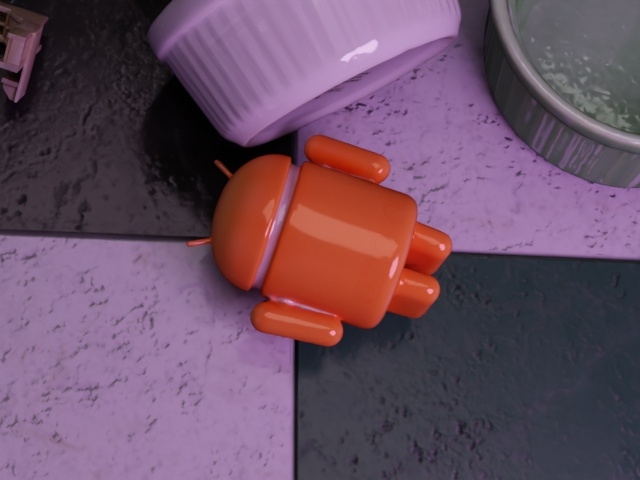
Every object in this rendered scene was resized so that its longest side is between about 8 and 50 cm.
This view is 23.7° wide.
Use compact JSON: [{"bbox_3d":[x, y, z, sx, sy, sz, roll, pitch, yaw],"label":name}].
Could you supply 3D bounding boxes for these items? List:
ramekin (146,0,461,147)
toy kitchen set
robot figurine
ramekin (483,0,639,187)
[{"bbox_3d":[-0.002,-0.184,1.322,0.273,0.273,0.127,-27,89,-16],"label":"ramekin"},{"bbox_3d":[-0.295,-0.171,1.371,0.075,0.083,0.068,18,111,-2],"label":"toy kitchen set"},{"bbox_3d":[0.000,-0.002,1.327,0.219,0.128,0.158,18,110,-3],"label":"robot figurine"},{"bbox_3d":[0.295,-0.196,1.416,0.303,0.148,0.303,1,71,-4],"label":"ramekin"}]
